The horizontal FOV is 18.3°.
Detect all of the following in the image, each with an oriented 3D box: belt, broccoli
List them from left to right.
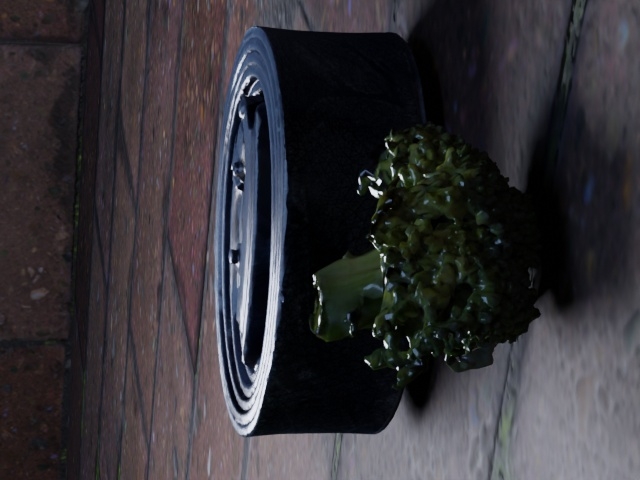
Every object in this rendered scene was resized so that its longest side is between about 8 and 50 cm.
[{"bbox_3d":[0.000,0.000,0.895,0.141,0.082,0.190,-151,63,-74],"label":"belt"},{"bbox_3d":[0.034,0.004,0.709,0.095,0.092,0.097,31,-138,-79],"label":"broccoli"}]
